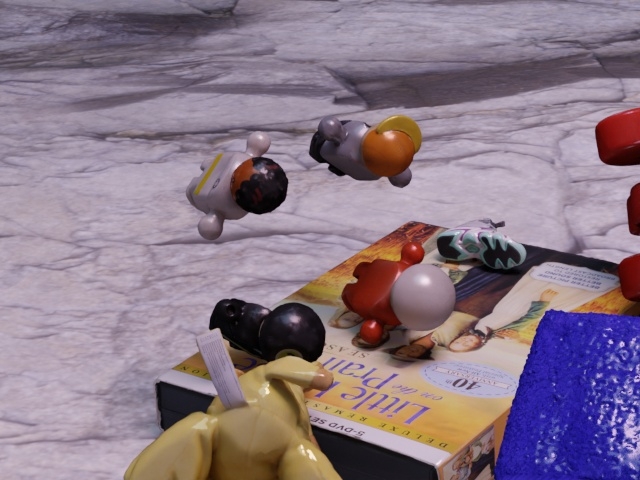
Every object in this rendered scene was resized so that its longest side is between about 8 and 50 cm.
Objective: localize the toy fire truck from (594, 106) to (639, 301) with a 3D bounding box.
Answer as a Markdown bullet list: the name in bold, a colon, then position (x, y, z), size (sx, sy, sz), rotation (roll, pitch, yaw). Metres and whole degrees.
- **toy fire truck**: position (0.397, -0.056, 1.506), size (0.254, 0.169, 0.302), rotation (-6, -11, -11)

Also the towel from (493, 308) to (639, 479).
- **towel**: position (0.227, 0.182, 1.220), size (0.228, 0.076, 0.308), rotation (6, 53, 21)

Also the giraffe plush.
- **giraffe plush**: position (-0.054, 0.168, 1.349), size (0.181, 0.210, 0.170), rotation (-5, 0, 4)

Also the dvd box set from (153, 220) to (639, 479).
- **dvd box set**: position (0.094, 0.102, 1.597), size (0.308, 0.062, 0.420), rotation (13, 28, 35)

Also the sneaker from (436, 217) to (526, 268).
- **sneaker**: position (0.172, -0.003, 1.707), size (0.098, 0.038, 0.069), rotation (12, 28, 33)

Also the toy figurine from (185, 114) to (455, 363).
- **toy figurine**: position (0.000, 0.000, 1.499), size (0.213, 0.209, 0.148), rotation (-13, 8, -25)
